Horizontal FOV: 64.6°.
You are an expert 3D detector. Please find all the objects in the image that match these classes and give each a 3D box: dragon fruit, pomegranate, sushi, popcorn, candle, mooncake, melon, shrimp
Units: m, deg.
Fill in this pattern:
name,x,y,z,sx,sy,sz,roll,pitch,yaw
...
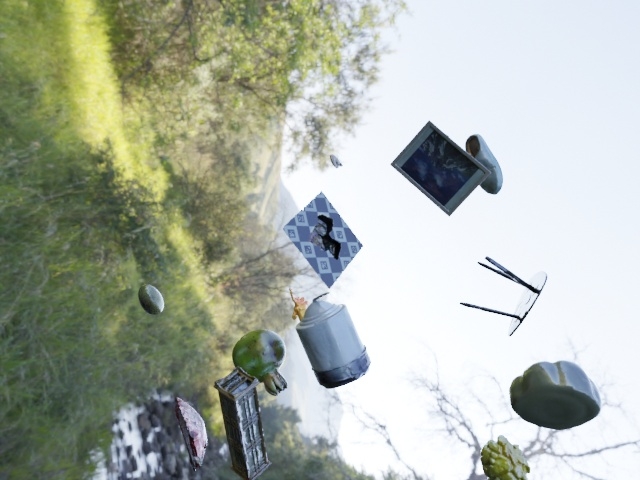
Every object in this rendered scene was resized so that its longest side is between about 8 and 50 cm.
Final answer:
name,x,y,z,sx,sy,sz,roll,pitch,yaw
dragon fruit,-0.572,0.876,2.284,0.343,0.100,0.282,26,-58,59
pomegranate,-0.205,0.425,1.828,0.190,0.159,0.241,33,24,-33
sushi,0.000,0.000,1.490,0.047,0.231,0.219,-28,-76,43
popcorn,0.438,0.534,1.203,0.121,0.116,0.106,22,-35,40
candle,0.036,0.358,1.866,0.342,0.221,0.221,67,-12,-2
mooncake,0.759,0.503,1.653,0.135,0.275,0.275,-76,167,-51
melon,-0.777,0.270,2.319,0.099,0.099,0.162,-120,-166,-55
shrimp,0.067,-0.320,2.116,0.108,0.023,0.059,35,41,-55

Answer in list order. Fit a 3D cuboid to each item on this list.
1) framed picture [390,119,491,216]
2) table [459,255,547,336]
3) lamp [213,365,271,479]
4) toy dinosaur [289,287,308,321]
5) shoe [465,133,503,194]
name,x,y,z,sx,sy,sz,roll,pitch,yaw
framed picture,0.407,-0.247,1.738,0.281,0.209,0.019,42,11,9
table,0.776,0.187,2.156,0.317,0.249,0.317,-59,167,-21
lamp,-0.208,0.502,1.372,0.090,0.089,0.325,20,-55,37
toy dinosaur,-0.091,0.331,2.418,0.117,0.070,0.288,-48,123,-57
shoe,0.593,-0.283,1.897,0.103,0.100,0.251,126,-51,-64
